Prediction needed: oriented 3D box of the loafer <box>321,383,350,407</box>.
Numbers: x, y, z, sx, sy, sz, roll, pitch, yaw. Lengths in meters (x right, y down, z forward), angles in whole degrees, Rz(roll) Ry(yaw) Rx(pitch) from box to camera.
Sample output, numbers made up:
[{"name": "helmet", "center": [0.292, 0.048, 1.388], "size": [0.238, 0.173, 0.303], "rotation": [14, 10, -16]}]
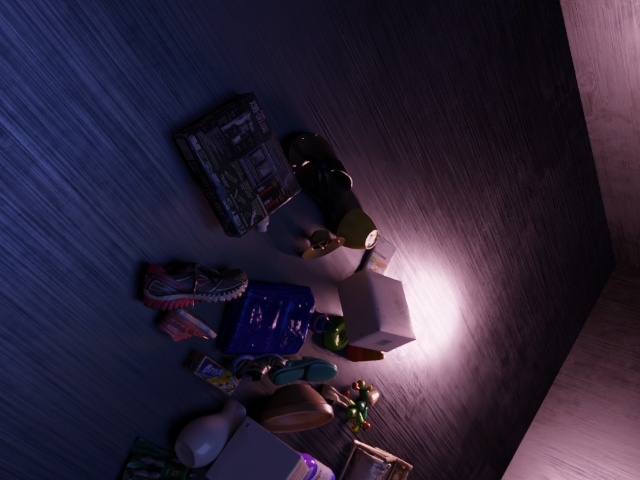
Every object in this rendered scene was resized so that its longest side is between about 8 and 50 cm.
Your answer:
[{"name": "loafer", "center": [0.048, 0.555, 2.124], "size": [0.148, 0.056, 0.050], "rotation": [44, 71, -32]}]

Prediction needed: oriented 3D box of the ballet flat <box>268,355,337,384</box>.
[{"name": "ballet flat", "center": [-0.061, 0.408, 1.940], "size": [0.247, 0.087, 0.083], "rotation": [2, 119, -33]}]

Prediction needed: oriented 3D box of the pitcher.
[{"name": "pitcher", "center": [-0.313, 0.578, 1.733], "size": [0.207, 0.125, 0.178], "rotation": [-26, 127, -51]}]

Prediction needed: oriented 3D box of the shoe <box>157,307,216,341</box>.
[{"name": "shoe", "center": [-0.361, 0.240, 1.629], "size": [0.081, 0.063, 0.178], "rotation": [-48, 137, -5]}]

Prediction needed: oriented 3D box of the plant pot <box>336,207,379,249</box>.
[{"name": "plant pot", "center": [0.131, -0.024, 1.929], "size": [0.134, 0.095, 0.134], "rotation": [-33, 139, -35]}]

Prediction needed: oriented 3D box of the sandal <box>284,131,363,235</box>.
[{"name": "sandal", "center": [0.043, -0.168, 1.871], "size": [0.168, 0.107, 0.446], "rotation": [-55, 134, -18]}]

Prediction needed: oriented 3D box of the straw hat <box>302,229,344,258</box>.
[{"name": "straw hat", "center": [0.000, 0.000, 1.902], "size": [0.144, 0.144, 0.061], "rotation": [-3, 63, -44]}]

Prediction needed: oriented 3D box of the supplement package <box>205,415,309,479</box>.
[{"name": "supplement package", "center": [-0.176, 0.676, 1.763], "size": [0.198, 0.199, 0.263], "rotation": [-52, 161, -20]}]

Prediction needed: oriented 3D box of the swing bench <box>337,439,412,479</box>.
[{"name": "swing bench", "center": [0.191, 0.930, 2.297], "size": [0.254, 0.165, 0.254], "rotation": [40, 73, -49]}]

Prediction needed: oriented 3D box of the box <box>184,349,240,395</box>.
[{"name": "box", "center": [-0.307, 0.379, 1.721], "size": [0.059, 0.054, 0.169], "rotation": [-58, 134, -15]}]

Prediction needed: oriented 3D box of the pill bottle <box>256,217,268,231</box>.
[{"name": "pill bottle", "center": [-0.171, -0.069, 1.735], "size": [0.043, 0.043, 0.084], "rotation": [-13, 111, -42]}]

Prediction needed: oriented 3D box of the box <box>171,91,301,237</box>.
[{"name": "box", "center": [-0.213, -0.201, 1.602], "size": [0.242, 0.076, 0.308], "rotation": [-42, 119, -30]}]

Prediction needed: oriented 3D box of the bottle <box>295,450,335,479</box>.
[{"name": "bottle", "center": [-0.059, 0.789, 2.054], "size": [0.118, 0.092, 0.283], "rotation": [-55, 133, -17]}]

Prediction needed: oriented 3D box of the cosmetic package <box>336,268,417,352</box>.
[{"name": "cosmetic package", "center": [0.190, 0.239, 2.041], "size": [0.224, 0.138, 0.225], "rotation": [20, 48, -46]}]

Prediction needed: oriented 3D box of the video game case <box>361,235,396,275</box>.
[{"name": "video game case", "center": [0.208, 0.078, 2.170], "size": [0.119, 0.015, 0.167], "rotation": [34, 77, -45]}]

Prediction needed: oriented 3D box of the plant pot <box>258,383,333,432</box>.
[{"name": "plant pot", "center": [-0.083, 0.525, 1.907], "size": [0.237, 0.237, 0.110], "rotation": [24, 46, -45]}]

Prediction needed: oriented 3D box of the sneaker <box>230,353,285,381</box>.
[{"name": "sneaker", "center": [-0.184, 0.382, 1.795], "size": [0.188, 0.067, 0.078], "rotation": [5, 57, -44]}]

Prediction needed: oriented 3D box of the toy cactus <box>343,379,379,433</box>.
[{"name": "toy cactus", "center": [0.164, 0.604, 2.229], "size": [0.180, 0.112, 0.219], "rotation": [-18, 105, -51]}]

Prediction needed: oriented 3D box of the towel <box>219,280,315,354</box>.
[{"name": "towel", "center": [-0.151, 0.240, 1.819], "size": [0.308, 0.076, 0.228], "rotation": [11, 93, -46]}]

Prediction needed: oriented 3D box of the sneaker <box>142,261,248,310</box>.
[{"name": "sneaker", "center": [-0.318, 0.107, 1.586], "size": [0.299, 0.120, 0.112], "rotation": [-7, 104, -43]}]

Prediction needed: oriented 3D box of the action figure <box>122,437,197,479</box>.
[{"name": "action figure", "center": [-0.432, 0.636, 1.671], "size": [0.232, 0.063, 0.137], "rotation": [34, 74, -48]}]

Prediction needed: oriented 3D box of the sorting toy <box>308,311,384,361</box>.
[{"name": "sorting toy", "center": [0.109, 0.345, 2.070], "size": [0.365, 0.126, 0.127], "rotation": [37, 75, -44]}]
